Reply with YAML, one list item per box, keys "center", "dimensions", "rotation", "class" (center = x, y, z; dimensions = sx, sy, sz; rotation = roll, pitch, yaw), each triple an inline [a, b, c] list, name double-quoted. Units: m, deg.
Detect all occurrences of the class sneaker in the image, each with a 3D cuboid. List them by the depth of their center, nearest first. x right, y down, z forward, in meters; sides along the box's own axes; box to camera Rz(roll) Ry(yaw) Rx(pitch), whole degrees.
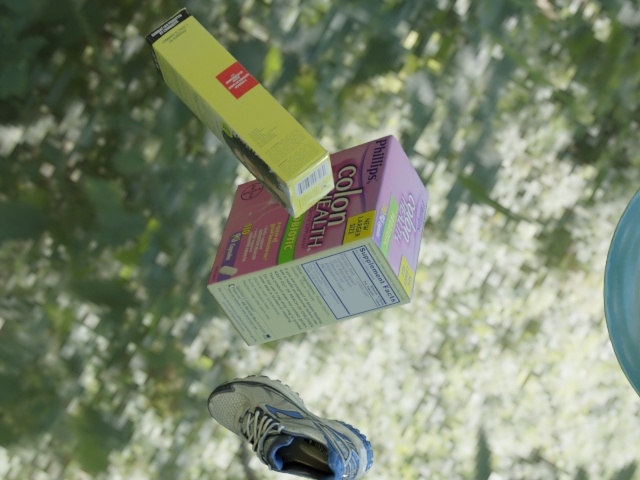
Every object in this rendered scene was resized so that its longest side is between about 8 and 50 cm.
- center: [-0.030, 0.142, 1.191]
  dimensions: [0.058, 0.135, 0.052]
  rotation: [-26, 132, -60]
  class: "sneaker"

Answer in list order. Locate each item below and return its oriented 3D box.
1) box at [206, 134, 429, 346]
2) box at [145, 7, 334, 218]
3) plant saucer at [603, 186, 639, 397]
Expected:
- center: [0.000, 0.000, 2.093]
  dimensions: [0.243, 0.117, 0.213]
  rotation: [-16, -145, 24]
  class: "box"
- center: [-0.083, -0.131, 1.645]
  dimensions: [0.058, 0.232, 0.087]
  rotation: [-38, 157, -12]
  class: "box"
- center: [0.421, 0.048, 1.477]
  dimensions: [0.317, 0.317, 0.044]
  rotation: [-60, 159, 7]
  class: "plant saucer"
